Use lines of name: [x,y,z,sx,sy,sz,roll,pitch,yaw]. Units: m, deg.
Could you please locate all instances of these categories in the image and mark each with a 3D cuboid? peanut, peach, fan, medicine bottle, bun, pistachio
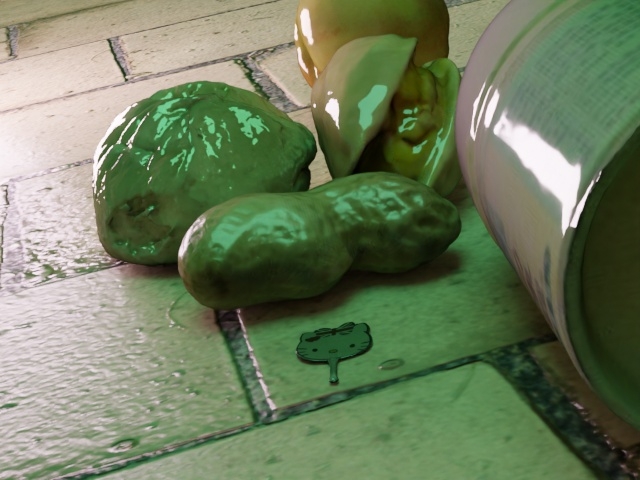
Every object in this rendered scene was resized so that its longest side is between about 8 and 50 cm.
peanut: [0.000,-0.001,0.917,0.228,0.085,0.104,-14,32,-11]
peach: [0.060,-0.230,1.307,0.184,0.184,0.184,-9,23,4]
fan: [0.010,0.079,0.824,0.056,0.004,0.083,-9,23,3]
medicine bottle: [0.214,-0.064,0.769,0.236,0.236,0.406,-12,23,-2]
bun: [-0.111,-0.072,1.059,0.220,0.134,0.220,-14,22,6]
pistachio: [0.061,-0.102,1.054,0.157,0.157,0.229,-8,26,7]
